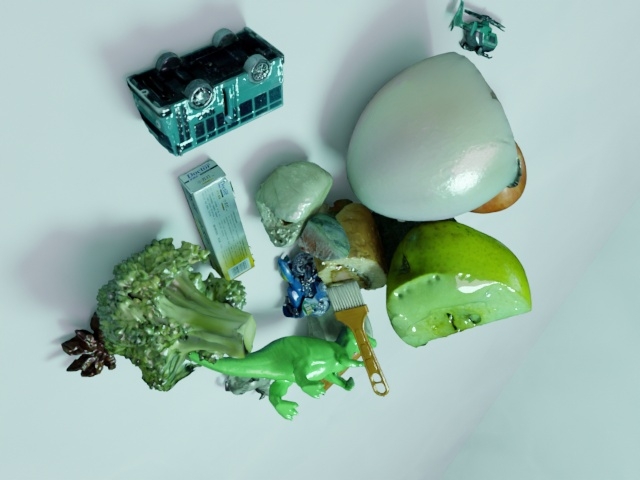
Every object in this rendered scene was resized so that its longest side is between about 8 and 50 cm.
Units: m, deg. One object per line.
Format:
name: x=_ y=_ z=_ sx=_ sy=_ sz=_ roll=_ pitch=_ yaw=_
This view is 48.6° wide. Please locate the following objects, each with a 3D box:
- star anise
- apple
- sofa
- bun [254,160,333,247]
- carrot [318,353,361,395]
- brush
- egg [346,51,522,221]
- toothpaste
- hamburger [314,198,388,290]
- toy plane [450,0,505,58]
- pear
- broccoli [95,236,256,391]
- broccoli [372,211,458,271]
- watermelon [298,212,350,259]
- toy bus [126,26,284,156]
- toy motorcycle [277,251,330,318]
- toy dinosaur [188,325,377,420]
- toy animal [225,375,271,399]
star anise: x=-0.467 y=0.197 z=1.494 sx=0.177 sy=0.073 sz=0.234 roll=-35 pitch=137 yaw=-31
apple: x=0.424 y=-0.194 z=1.900 sx=0.242 sy=0.242 sz=0.241 roll=-47 pitch=140 yaw=2
sofa: x=0.010 y=0.273 z=2.086 sx=0.210 sy=0.176 sz=0.225 roll=-13 pitch=163 yaw=-39
bun: x=-0.071 y=-0.089 z=1.569 sx=0.213 sy=0.126 sz=0.204 roll=-60 pitch=171 yaw=30
carrot: x=0.063 y=0.399 z=2.288 sx=0.225 sy=0.067 sz=0.067 roll=-49 pitch=147 yaw=7
brush: x=0.103 y=0.249 z=1.745 sx=0.090 sy=0.315 sz=0.017 roll=-15 pitch=-166 yaw=24
egg: x=0.215 y=-0.199 z=1.587 sx=0.339 sy=0.355 sz=0.355 roll=-27 pitch=144 yaw=-3
toothpaste: x=-0.216 y=-0.032 z=1.522 sx=0.089 sy=0.071 sz=0.313 roll=-31 pitch=144 yaw=-17
hamburger: x=0.066 y=0.002 z=1.741 sx=0.161 sy=0.209 sz=0.330 roll=-13 pitch=164 yaw=13
toy plane: x=0.372 y=-0.495 z=1.685 sx=0.235 sy=0.060 sz=0.096 roll=-1 pitch=118 yaw=-51
pear: x=0.289 y=0.075 z=1.692 sx=0.342 sy=0.239 sz=0.318 roll=-22 pitch=137 yaw=26
broccoli: x=-0.290 y=0.154 z=1.454 sx=0.338 sy=0.317 sz=0.277 roll=126 pitch=-17 yaw=-56
broccoli: x=0.239 y=-0.002 z=1.940 sx=0.269 sy=0.254 sz=0.269 roll=-34 pitch=174 yaw=-4
watermelon: x=0.004 y=-0.008 z=1.572 sx=0.081 sy=0.180 sz=0.094 roll=10 pitch=99 yaw=-28
toy bus: x=-0.196 y=-0.260 z=1.251 sx=0.256 sy=0.128 sz=0.147 roll=-31 pitch=145 yaw=-24
toy motorcycle: x=-0.049 y=0.127 z=1.860 sx=0.135 sy=0.092 sz=0.255 roll=-26 pitch=134 yaw=-13
toy dinosaur: x=-0.096 y=0.251 z=1.820 sx=0.144 sy=0.499 sz=0.375 roll=-62 pitch=-179 yaw=34
toy animal: x=-0.191 y=0.403 z=2.013 sx=0.216 sy=0.074 sz=0.176 roll=-1 pitch=141 yaw=-42
